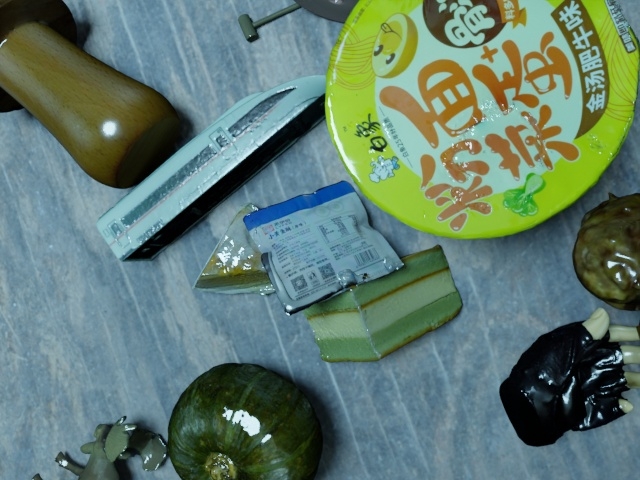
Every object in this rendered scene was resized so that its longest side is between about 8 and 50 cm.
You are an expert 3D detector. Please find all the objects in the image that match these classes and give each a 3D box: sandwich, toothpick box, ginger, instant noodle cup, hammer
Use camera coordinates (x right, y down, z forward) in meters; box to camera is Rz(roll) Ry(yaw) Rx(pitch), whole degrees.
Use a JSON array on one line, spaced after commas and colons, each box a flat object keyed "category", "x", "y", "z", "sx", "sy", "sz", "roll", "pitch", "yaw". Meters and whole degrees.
[{"category": "sandwich", "x": 0.090, "y": 0.094, "z": 0.677, "sx": 0.187, "sy": 0.144, "sz": 0.117, "roll": -21, "pitch": 90, "yaw": -29}, {"category": "toothpick box", "x": -0.356, "y": -0.211, "z": 0.630, "sx": 0.294, "sy": 0.192, "sz": 0.192, "roll": 39, "pitch": 96, "yaw": -3}, {"category": "ginger", "x": 0.498, "y": -0.009, "z": 0.543, "sx": 0.419, "sy": 0.176, "sz": 0.254, "roll": -24, "pitch": 45, "yaw": -7}, {"category": "instant noodle cup", "x": 0.169, "y": -0.157, "z": 0.552, "sx": 0.312, "sy": 0.221, "sz": 0.311, "roll": 0, "pitch": 94, "yaw": 6}, {"category": "hammer", "x": -0.067, "y": -0.336, "z": 0.674, "sx": 0.110, "sy": 0.019, "sz": 0.035, "roll": -23, "pitch": 90, "yaw": 1}]

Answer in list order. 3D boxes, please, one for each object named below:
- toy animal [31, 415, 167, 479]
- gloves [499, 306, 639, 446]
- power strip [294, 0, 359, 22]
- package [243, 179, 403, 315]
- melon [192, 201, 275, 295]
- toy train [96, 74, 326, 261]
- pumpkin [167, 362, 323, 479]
[{"category": "toy animal", "x": -0.340, "y": 0.370, "z": 0.705, "sx": 0.186, "sy": 0.094, "sz": 0.214, "roll": -1, "pitch": 100, "yaw": 11}, {"category": "gloves", "x": 0.352, "y": 0.176, "z": 0.603, "sx": 0.204, "sy": 0.124, "sz": 0.164, "roll": -26, "pitch": 112, "yaw": -14}, {"category": "power strip", "x": 0.026, "y": -0.355, "z": 0.594, "sx": 0.154, "sy": 0.154, "sz": 0.078, "roll": 16, "pitch": 97, "yaw": 5}, {"category": "package", "x": 0.000, "y": 0.000, "z": 0.617, "sx": 0.171, "sy": 0.027, "sz": 0.173, "roll": -21, "pitch": 57, "yaw": -12}, {"category": "melon", "x": -0.098, "y": 0.010, "z": 0.657, "sx": 0.203, "sy": 0.093, "sz": 0.139, "roll": -7, "pitch": 80, "yaw": 0}, {"category": "toy train", "x": -0.142, "y": -0.122, "z": 0.658, "sx": 0.407, "sy": 0.086, "sz": 0.088, "roll": -37, "pitch": 83, "yaw": 6}, {"category": "pumpkin", "x": -0.105, "y": 0.277, "z": 0.635, "sx": 0.224, "sy": 0.157, "sz": 0.223, "roll": 5, "pitch": 107, "yaw": 15}]
